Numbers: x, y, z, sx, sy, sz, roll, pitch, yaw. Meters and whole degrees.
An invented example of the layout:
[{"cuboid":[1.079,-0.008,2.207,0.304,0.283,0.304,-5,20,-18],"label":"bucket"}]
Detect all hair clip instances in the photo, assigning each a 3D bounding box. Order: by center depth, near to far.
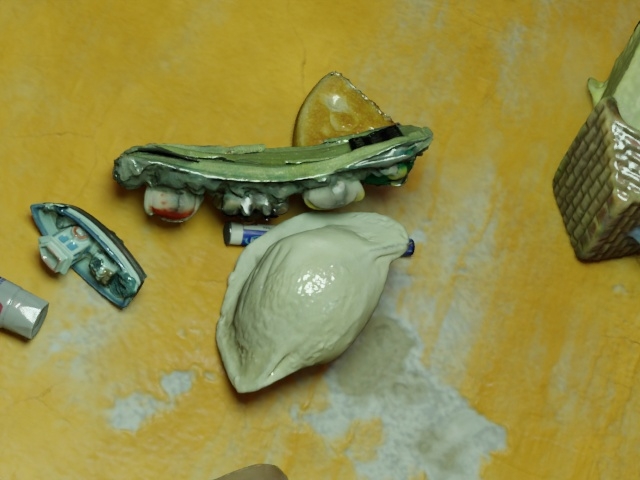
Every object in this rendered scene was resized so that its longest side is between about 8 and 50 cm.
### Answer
[{"cuboid":[-0.046,-0.062,1.553,0.321,0.138,0.091,-3,98,-2],"label":"hair clip"}]

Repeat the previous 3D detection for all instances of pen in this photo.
[{"cuboid":[0.000,0.000,1.603,0.204,0.025,0.025,5,61,-15],"label":"pen"}]

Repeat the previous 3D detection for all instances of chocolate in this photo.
[{"cuboid":[-0.075,0.246,1.438,0.100,0.031,0.064,-19,51,-30],"label":"chocolate"}]

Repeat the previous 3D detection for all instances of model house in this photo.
[{"cuboid":[0.422,-0.085,1.649,0.321,0.261,0.266,30,59,6],"label":"model house"}]

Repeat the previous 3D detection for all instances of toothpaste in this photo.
[{"cuboid":[-0.354,0.035,1.465,0.194,0.043,0.067,24,60,3],"label":"toothpaste"}]

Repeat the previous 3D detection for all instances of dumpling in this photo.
[{"cuboid":[-0.025,0.051,1.513,0.126,0.166,0.216,25,91,-46],"label":"dumpling"}]

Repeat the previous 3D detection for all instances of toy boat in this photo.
[{"cuboid":[-0.235,0.012,1.499,0.140,0.059,0.066,44,41,12],"label":"toy boat"}]

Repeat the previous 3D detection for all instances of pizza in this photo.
[{"cuboid":[0.032,-0.107,1.662,0.131,0.041,0.178,-3,61,-12],"label":"pizza"}]
